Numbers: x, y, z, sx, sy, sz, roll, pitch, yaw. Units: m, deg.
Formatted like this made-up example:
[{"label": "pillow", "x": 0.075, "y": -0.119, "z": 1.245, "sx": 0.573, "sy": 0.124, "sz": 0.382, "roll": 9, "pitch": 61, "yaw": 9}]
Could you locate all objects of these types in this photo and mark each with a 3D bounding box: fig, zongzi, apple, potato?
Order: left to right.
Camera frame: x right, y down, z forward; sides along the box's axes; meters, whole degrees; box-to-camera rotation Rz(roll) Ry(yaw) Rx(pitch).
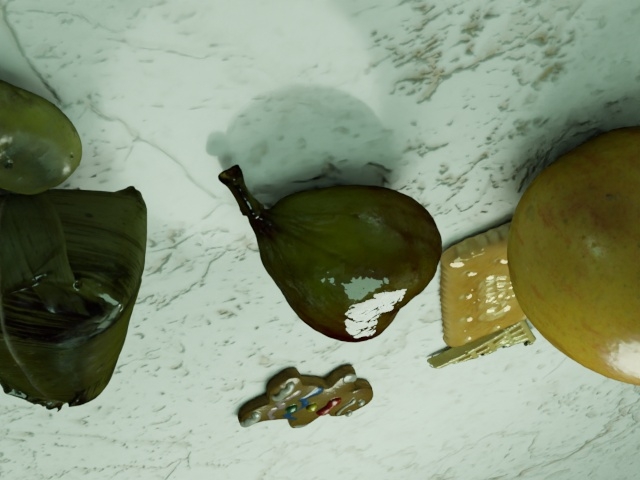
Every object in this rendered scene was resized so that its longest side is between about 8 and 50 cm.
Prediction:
[{"label": "zongzi", "x": -0.315, "y": 0.052, "z": 1.036, "sx": 0.299, "sy": 0.145, "sz": 0.274, "roll": 5, "pitch": 146, "yaw": -16}, {"label": "potato", "x": -0.251, "y": -0.080, "z": 0.909, "sx": 0.091, "sy": 0.070, "sz": 0.138, "roll": -43, "pitch": 147, "yaw": 24}, {"label": "fig", "x": 0.001, "y": 0.001, "z": 1.174, "sx": 0.170, "sy": 0.146, "sz": 0.274, "roll": -41, "pitch": 133, "yaw": 22}, {"label": "apple", "x": 0.365, "y": 0.023, "z": 1.308, "sx": 0.299, "sy": 0.275, "sz": 0.299, "roll": -23, "pitch": 139, "yaw": -22}]

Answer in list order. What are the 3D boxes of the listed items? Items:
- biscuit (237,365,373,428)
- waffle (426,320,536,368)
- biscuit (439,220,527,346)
[{"label": "biscuit", "x": -0.004, "y": 0.215, "z": 1.589, "sx": 0.205, "sy": 0.031, "sz": 0.138, "roll": 9, "pitch": 135, "yaw": -46}, {"label": "waffle", "x": 0.229, "y": 0.155, "z": 1.671, "sx": 0.152, "sy": 0.023, "sz": 0.097, "roll": -29, "pitch": 149, "yaw": 3}, {"label": "biscuit", "x": 0.228, "y": 0.054, "z": 1.507, "sx": 0.160, "sy": 0.030, "sz": 0.250, "roll": -21, "pitch": 149, "yaw": -7}]
